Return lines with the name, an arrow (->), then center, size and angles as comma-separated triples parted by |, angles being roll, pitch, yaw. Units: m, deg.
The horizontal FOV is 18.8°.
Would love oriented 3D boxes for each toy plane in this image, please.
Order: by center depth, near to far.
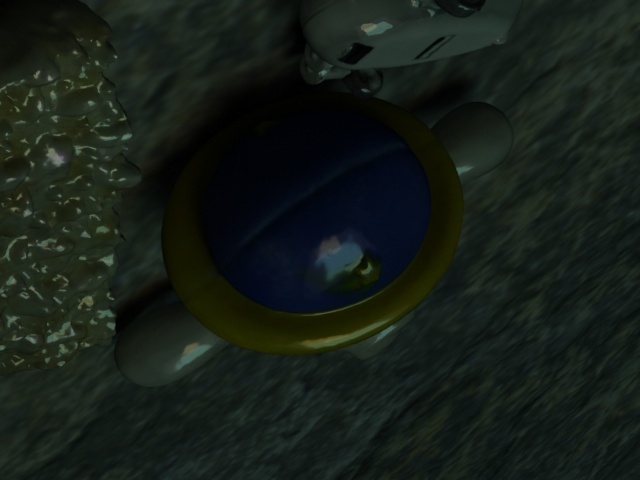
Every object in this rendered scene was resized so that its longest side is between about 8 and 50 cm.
toy plane -> 0.056, -0.143, 1.134 | 0.174, 0.080, 0.174 | -24, 170, -4

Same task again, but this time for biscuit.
biscuit -> -0.190, -0.012, 1.016 | 0.179, 0.084, 0.281 | -22, 149, -24

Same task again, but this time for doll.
doll -> 0.029, -0.006, 1.242 | 0.311, 0.159, 0.242 | -33, 155, -22
